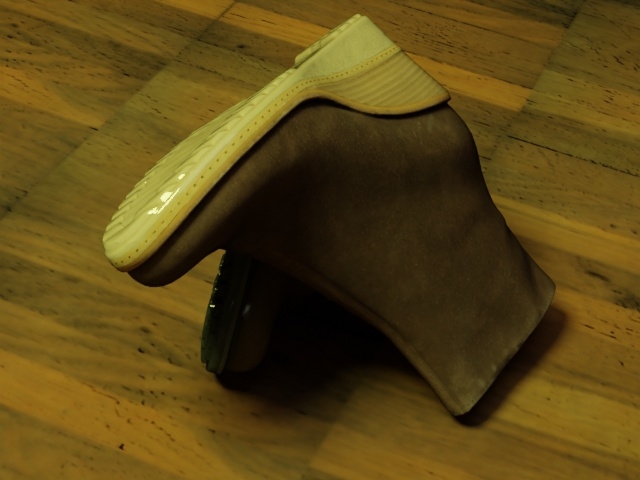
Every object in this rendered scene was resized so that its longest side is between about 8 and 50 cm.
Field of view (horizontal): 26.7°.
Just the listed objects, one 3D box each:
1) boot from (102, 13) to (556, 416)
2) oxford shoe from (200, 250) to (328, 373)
[{"bbox_3d":[0.022,0.009,0.701,0.207,0.090,0.248,55,46,-9],"label":"boot"},{"bbox_3d":[0.000,0.000,0.787,0.096,0.083,0.227,26,46,4],"label":"oxford shoe"}]
